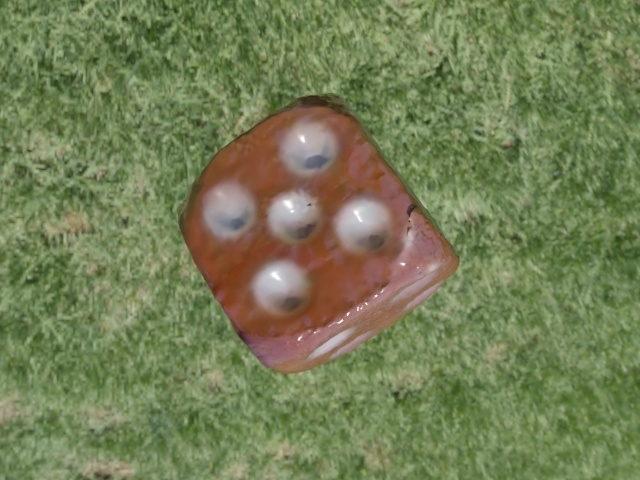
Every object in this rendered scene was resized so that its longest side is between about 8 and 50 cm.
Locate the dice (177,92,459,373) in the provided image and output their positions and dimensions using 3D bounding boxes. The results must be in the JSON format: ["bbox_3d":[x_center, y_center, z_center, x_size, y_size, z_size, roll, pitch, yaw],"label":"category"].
[{"bbox_3d":[0.000,0.000,0.723,0.179,0.175,0.174,-38,166,7],"label":"dice"}]
